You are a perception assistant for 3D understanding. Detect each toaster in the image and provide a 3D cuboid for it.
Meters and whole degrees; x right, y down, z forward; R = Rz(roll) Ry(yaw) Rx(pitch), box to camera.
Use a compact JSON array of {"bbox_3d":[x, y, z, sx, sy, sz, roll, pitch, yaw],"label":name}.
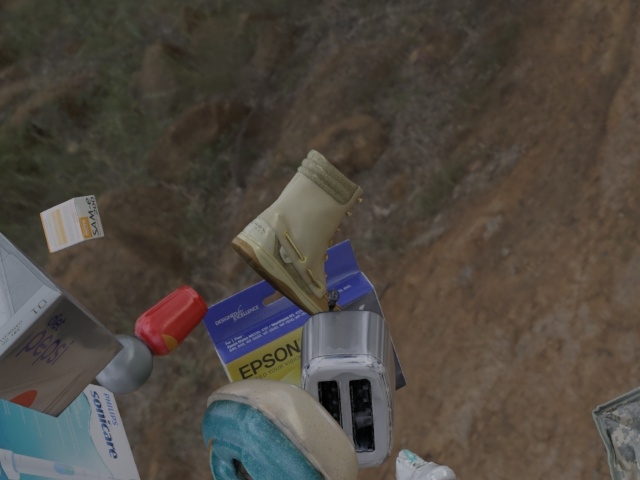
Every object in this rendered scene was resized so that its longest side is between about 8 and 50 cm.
[{"bbox_3d":[0.036,0.193,1.442,0.129,0.227,0.146,-2,23,2],"label":"toaster"}]

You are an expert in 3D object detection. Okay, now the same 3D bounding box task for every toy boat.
[{"bbox_3d":[-0.111,0.207,1.253,0.148,0.318,0.267,-43,1,-23],"label":"toy boat"}]

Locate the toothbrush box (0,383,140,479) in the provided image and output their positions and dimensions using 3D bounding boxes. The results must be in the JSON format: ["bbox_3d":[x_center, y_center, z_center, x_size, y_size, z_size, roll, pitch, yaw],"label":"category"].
[{"bbox_3d":[-0.396,0.288,1.453,0.126,0.295,0.216,-44,51,21],"label":"toothbrush box"}]

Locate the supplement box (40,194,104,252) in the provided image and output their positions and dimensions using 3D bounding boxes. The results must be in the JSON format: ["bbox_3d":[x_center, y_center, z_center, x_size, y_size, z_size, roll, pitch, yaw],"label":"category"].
[{"bbox_3d":[-0.352,-0.023,1.548,0.098,0.036,0.062,-15,88,46],"label":"supplement box"}]

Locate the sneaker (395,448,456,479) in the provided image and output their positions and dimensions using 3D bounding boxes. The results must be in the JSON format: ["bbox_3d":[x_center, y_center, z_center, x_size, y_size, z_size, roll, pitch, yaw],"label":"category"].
[{"bbox_3d":[0.166,0.402,1.890,0.212,0.080,0.094,123,130,-65],"label":"sneaker"}]

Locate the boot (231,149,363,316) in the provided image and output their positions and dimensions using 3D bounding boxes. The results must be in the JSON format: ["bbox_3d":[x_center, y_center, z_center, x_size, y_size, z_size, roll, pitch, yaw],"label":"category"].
[{"bbox_3d":[0.000,0.000,1.688,0.095,0.262,0.203,29,78,46],"label":"boot"}]

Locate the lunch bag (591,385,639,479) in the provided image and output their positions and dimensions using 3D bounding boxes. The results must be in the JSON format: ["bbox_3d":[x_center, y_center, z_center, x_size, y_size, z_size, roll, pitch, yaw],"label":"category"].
[{"bbox_3d":[0.539,0.262,1.387,0.287,0.235,0.169,-32,44,28],"label":"lunch bag"}]

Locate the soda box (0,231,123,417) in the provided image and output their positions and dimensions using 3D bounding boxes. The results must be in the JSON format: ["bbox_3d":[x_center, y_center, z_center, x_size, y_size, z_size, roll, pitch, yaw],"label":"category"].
[{"bbox_3d":[-0.249,0.075,0.917,0.098,0.091,0.286,-46,-8,-11],"label":"soda box"}]

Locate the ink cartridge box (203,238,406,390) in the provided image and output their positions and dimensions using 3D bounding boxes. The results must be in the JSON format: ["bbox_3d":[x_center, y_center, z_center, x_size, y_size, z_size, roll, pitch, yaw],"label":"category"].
[{"bbox_3d":[-0.022,0.199,1.964,0.303,0.307,0.072,-26,29,-11],"label":"ink cartridge box"}]
